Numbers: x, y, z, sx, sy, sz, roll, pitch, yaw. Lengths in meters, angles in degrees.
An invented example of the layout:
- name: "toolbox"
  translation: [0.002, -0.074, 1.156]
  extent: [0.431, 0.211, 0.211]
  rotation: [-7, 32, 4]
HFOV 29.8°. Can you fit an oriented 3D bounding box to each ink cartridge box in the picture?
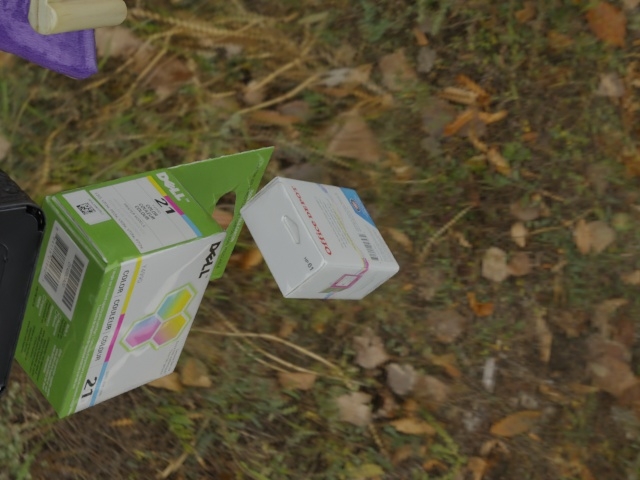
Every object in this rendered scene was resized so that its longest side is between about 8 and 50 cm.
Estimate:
- name: "ink cartridge box"
  translation: [0.000, 0.000, 1.012]
  extent: [0.052, 0.122, 0.089]
  rotation: [-38, 68, 24]
- name: "ink cartridge box"
  translation: [-0.137, 0.029, 1.093]
  extent: [0.255, 0.189, 0.097]
  rotation: [-18, 54, -42]

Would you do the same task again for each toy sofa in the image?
- name: "toy sofa"
  translation: [-0.366, -0.265, 1.095]
  extent: [0.362, 0.150, 0.177]
  rotation: [18, 106, 11]

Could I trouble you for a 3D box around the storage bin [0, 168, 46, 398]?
- name: "storage bin"
  translation: [-0.268, 0.035, 0.799]
  extent: [0.122, 0.084, 0.180]
  rotation: [-11, 132, -45]
